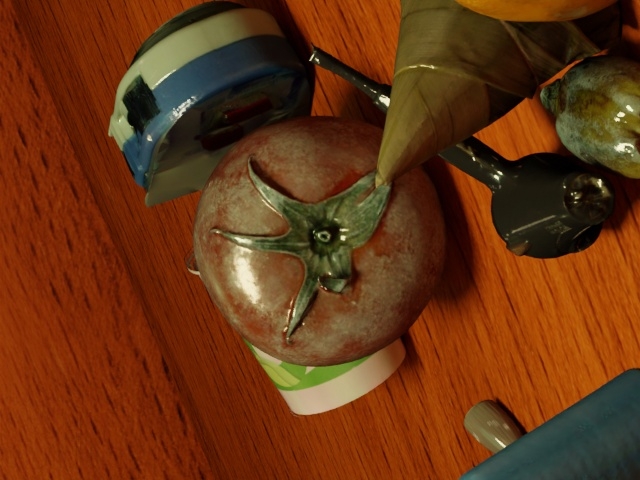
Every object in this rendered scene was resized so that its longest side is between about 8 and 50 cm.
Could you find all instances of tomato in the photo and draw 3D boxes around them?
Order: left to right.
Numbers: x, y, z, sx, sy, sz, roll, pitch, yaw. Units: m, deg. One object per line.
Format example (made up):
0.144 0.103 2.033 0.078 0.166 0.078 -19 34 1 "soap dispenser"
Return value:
0.000 0.000 2.196 0.282 0.317 0.316 -160 46 -87 "tomato"

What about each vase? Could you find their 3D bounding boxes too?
0.236 0.255 2.288 0.101 0.053 0.053 44 152 37 "vase"

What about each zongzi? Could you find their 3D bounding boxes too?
0.099 -0.192 1.721 0.154 0.317 0.289 55 166 -27 "zongzi"

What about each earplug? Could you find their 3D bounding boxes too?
0.257 0.255 1.904 0.132 0.273 0.132 50 155 34 "earplug"

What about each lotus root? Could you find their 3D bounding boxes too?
0.277 -0.122 1.683 0.192 0.088 0.113 29 125 60 "lotus root"

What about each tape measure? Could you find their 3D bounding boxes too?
-0.153 -0.201 2.418 0.138 0.259 0.262 56 158 23 "tape measure"

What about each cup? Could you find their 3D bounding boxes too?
-0.020 0.084 2.489 0.274 0.253 0.253 62 162 -16 "cup"

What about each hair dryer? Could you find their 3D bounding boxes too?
0.135 -0.099 1.790 0.359 0.120 0.304 32 179 0 "hair dryer"

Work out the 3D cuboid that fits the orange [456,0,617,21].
0.174 -0.302 1.482 0.261 0.261 0.261 51 156 33 "orange"
